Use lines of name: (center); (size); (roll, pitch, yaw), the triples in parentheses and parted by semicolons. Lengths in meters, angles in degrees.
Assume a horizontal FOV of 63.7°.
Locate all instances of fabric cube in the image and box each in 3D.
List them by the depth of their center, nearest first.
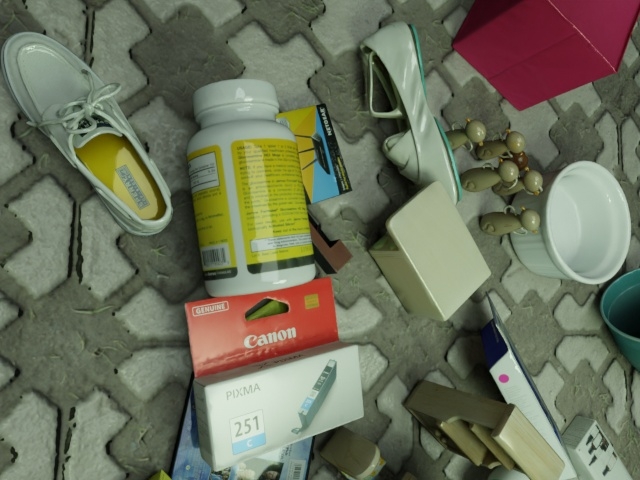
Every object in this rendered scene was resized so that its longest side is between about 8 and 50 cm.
fabric cube: (0.507, -0.494, 1.147); (0.259, 0.258, 0.254); (35, 71, -18)

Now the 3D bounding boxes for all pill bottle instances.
pill bottle: (-0.120, -0.084, 0.863); (0.187, 0.188, 0.334); (-8, 89, -25)

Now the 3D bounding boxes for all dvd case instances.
dvd case: (-0.125, 0.341, 0.917); (0.252, 0.022, 0.181); (15, 79, -23)

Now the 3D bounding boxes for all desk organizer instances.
desk organizer: (0.000, 0.000, 0.990); (0.050, 0.047, 0.130); (-43, 103, -24)

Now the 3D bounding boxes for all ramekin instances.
ramekin: (0.575, -0.037, 1.204); (0.277, 0.135, 0.278); (2, 85, -26)

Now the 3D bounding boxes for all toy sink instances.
toy sink: (0.203, 0.019, 1.035); (0.152, 0.131, 0.234); (-40, 107, -22)

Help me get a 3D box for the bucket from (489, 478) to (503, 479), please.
bucket: (0.262, 0.533, 0.770); (0.281, 0.183, 0.281); (-3, 102, -13)

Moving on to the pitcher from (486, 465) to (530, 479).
pitcher: (0.419, 0.499, 1.084); (0.207, 0.125, 0.178); (9, 64, -53)

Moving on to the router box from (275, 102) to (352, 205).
router box: (-0.027, -0.160, 0.990); (0.133, 0.046, 0.179); (-20, 94, -24)

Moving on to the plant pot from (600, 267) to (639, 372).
plant pot: (0.863, 0.238, 1.260); (0.271, 0.271, 0.255); (-41, 117, -22)

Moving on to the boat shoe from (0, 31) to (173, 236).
boat shoe: (-0.349, -0.167, 0.783); (0.135, 0.156, 0.367); (-35, 101, -23)

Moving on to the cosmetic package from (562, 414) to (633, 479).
cosmetic package: (0.674, 0.550, 1.243); (0.099, 0.060, 0.239); (-40, 102, -21)

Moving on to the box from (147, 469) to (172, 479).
box: (-0.218, 0.490, 0.832); (0.087, 0.058, 0.232); (-38, 103, -5)

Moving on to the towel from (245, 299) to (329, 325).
towel: (-0.095, 0.173, 0.932); (0.237, 0.021, 0.102); (-33, 97, -29)

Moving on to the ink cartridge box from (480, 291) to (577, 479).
ink cartridge box: (0.417, 0.303, 1.087); (0.069, 0.176, 0.371); (-25, 100, 17)

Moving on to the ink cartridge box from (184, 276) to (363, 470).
ink cartridge box: (-0.070, 0.213, 0.887); (0.296, 0.066, 0.261); (-8, 93, -33)

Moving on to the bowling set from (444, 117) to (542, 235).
bowling set: (0.414, -0.171, 1.133); (0.199, 0.154, 0.287); (-37, 101, -22)

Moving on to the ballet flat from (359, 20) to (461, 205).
ballet flat: (0.172, -0.246, 1.058); (0.139, 0.139, 0.401); (-14, 88, -25)

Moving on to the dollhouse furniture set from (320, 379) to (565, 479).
dollhouse furniture set: (0.201, 0.477, 0.916); (0.362, 0.256, 0.394); (48, 67, -17)
